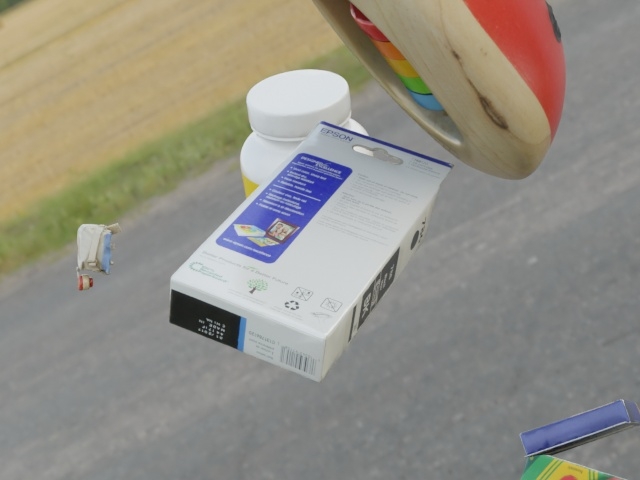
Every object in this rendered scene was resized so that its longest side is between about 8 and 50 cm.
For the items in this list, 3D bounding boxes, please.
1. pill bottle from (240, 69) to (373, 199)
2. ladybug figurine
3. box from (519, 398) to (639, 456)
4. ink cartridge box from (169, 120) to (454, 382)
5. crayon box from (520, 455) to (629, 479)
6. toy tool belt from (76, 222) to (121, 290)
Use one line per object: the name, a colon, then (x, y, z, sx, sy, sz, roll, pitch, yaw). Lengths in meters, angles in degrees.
pill bottle: (-0.012, -0.062, 2.011, 0.187, 0.334, 0.188, -6, 30, 3)
ladybug figurine: (0.127, -0.234, 1.480, 0.162, 0.449, 0.305, -46, 46, -3)
box: (0.335, 0.241, 1.812, 0.136, 0.037, 0.225, -21, -12, 14)
ink cartridge box: (0.000, 0.000, 1.411, 0.165, 0.065, 0.333, 20, 39, 18)
crayon box: (0.376, 0.509, 2.223, 0.202, 0.081, 0.319, 10, 78, 50)
toy tool belt: (-0.268, 0.020, 1.724, 0.051, 0.083, 0.052, 0, 10, -18)
